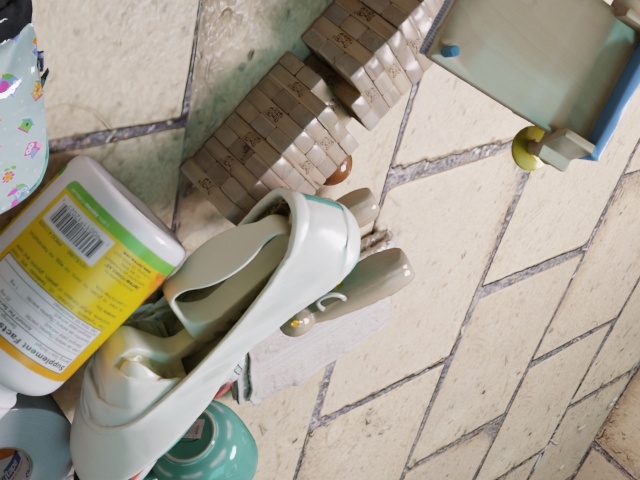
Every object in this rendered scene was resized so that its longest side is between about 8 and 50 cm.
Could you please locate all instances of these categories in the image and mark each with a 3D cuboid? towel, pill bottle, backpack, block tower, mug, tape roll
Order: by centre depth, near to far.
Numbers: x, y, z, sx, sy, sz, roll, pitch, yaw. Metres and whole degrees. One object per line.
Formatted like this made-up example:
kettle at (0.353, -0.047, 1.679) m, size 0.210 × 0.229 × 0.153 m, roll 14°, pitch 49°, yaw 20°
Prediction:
backpack at (-0.272, -0.103, 0.668) m, size 0.152 × 0.115 × 0.182 m, roll -26°, pitch 145°, yaw -33°
pill bottle at (-0.254, 0.052, 0.833) m, size 0.245 × 0.136 × 0.136 m, roll -46°, pitch 147°, yaw -1°
block tower at (0.011, -0.155, 0.955) m, size 0.335 × 0.091 × 0.097 m, roll -46°, pitch 147°, yaw 0°
tape roll at (-0.371, 0.235, 0.956) m, size 0.219 × 0.072 × 0.219 m, roll -30°, pitch 144°, yaw -25°
mug at (-0.166, 0.279, 1.182) m, size 0.158 × 0.129 × 0.097 m, roll -38°, pitch 143°, yaw -13°
towel at (-0.006, 0.110, 1.258) m, size 0.282 × 0.049 × 0.187 m, roll -30°, pitch 144°, yaw -25°

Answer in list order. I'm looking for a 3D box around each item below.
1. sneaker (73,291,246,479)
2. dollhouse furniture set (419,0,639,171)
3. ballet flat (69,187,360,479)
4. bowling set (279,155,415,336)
sneaker at (-0.171, 0.189, 1.060) m, size 0.270 × 0.090 × 0.145 m, roll -66°, pitch 152°, yaw -12°
dollhouse furniture set at (0.160, -0.254, 0.869) m, size 0.286 × 0.198 × 0.303 m, roll 25°, pitch 91°, yaw -20°
ballet flat at (-0.137, 0.087, 0.907) m, size 0.400 × 0.139 × 0.139 m, roll -42°, pitch 148°, yaw 9°
bowling set at (0.000, 0.000, 1.071) m, size 0.154 × 0.200 × 0.287 m, roll -27°, pitch 172°, yaw 1°
